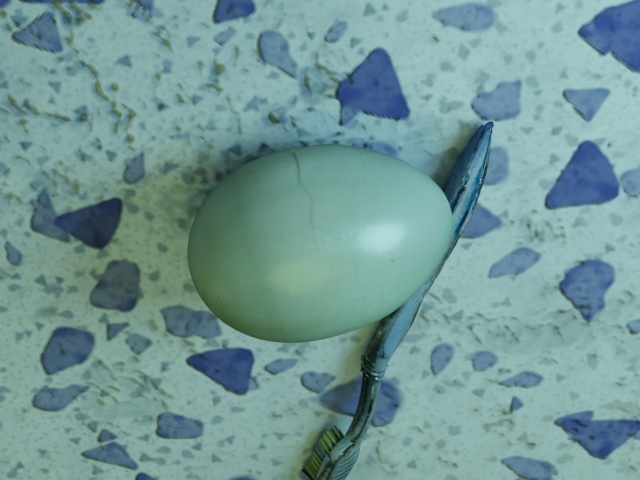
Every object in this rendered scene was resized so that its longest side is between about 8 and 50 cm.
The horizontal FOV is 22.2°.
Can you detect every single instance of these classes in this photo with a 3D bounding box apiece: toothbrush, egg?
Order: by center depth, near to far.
[{"bbox_3d":[0.000,0.000,1.273,0.209,0.151,0.151,-14,126,-3],"label":"egg"},{"bbox_3d":[0.067,0.069,1.397,0.035,0.042,0.413,-12,137,-42],"label":"toothbrush"}]
